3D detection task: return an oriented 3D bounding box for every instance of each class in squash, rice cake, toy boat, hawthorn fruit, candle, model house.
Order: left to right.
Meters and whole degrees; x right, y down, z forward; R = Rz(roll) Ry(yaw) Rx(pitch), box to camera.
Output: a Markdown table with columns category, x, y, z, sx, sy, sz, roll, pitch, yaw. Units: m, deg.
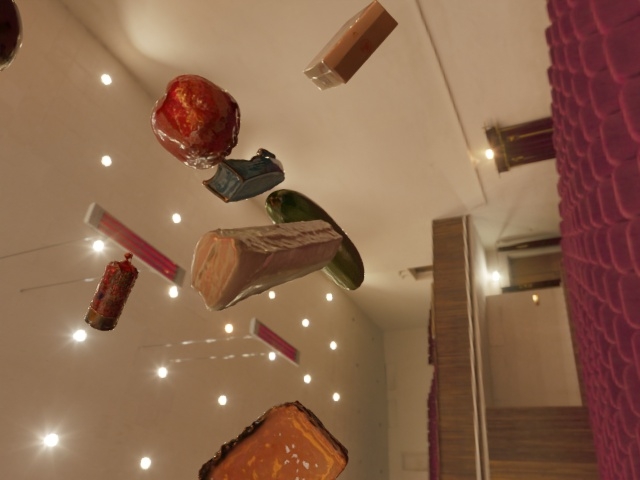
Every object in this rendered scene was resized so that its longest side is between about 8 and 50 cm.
| category | x | y | z | sx | sy | sz | roll | pitch | yaw |
| --- | --- | --- | --- | --- | --- | --- | --- | --- | --- |
| candle | -0.319 | 0.075 | 0.793 | 0.131 | 0.052 | 0.052 | -60 | -22 | 14 |
| hawthorn fruit | -0.161 | -0.157 | 0.672 | 0.128 | 0.128 | 0.128 | 34 | -129 | -57 |
| toy boat | -0.118 | -0.118 | 0.842 | 0.077 | 0.075 | 0.185 | 47 | -150 | 9 |
| rice cake | -0.036 | 0.013 | 0.471 | 0.256 | 0.052 | 0.057 | -12 | -60 | -71 |
| model house | -0.058 | 0.350 | 0.780 | 0.166 | 0.183 | 0.172 | 44 | 167 | 14 |
| squash | 0.000 | -0.002 | 0.904 | 0.292 | 0.082 | 0.082 | 45 | -138 | -43 |

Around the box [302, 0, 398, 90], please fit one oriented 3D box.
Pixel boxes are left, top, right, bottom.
| category | x | y | z | sx | sy | sz | roll | pitch | yaw |
| --- | --- | --- | --- | --- | --- | --- | --- | --- | --- |
| box | 0.047 | -0.349 | 0.935 | 0.058 | 0.141 | 0.201 | 41 | -177 | -17 |

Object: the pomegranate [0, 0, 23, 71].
| category | x | y | z | sx | sy | sz | roll | pitch | yaw |
| --- | --- | --- | --- | --- | --- | --- | --- | --- | --- |
| pomegranate | -0.511 | -0.304 | 0.704 | 0.159 | 0.205 | 0.159 | -27 | -52 | -40 |
